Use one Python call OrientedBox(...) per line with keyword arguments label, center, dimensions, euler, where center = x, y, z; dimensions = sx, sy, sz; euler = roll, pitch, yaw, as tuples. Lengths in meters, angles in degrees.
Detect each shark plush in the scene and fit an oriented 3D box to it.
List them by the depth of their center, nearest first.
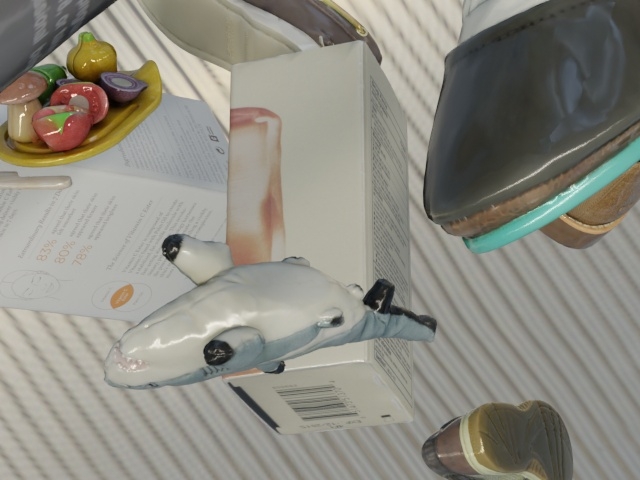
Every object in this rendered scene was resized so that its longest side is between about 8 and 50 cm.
OrientedBox(label="shark plush", center=(-0.021, 0.037, 0.763), dimensions=(0.161, 0.067, 0.073), euler=(-12, 52, -37))

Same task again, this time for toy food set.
OrientedBox(label="toy food set", center=(-0.227, -0.125, 1.415), dimensions=(0.128, 0.218, 0.071), euler=(5, 123, 24))

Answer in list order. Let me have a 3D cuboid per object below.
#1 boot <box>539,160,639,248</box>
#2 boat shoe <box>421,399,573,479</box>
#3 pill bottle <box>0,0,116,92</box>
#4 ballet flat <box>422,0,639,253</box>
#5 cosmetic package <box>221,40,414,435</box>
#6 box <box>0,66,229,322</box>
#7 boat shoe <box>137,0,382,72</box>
OrientedBox(label="boot", center=(0.254, -0.119, 1.213), dimensions=(0.112, 0.115, 0.305), euler=(38, 47, -3))
OrientedBox(label="boat shoe", center=(0.158, 0.183, 1.427), dimensions=(0.073, 0.223, 0.080), euler=(-14, 74, 26))
OrientedBox(label="pill bottle", center=(-0.131, -0.098, 0.359), dimensions=(0.318, 0.176, 0.176), euler=(-44, 97, -24))
OrientedBox(label="ballet flat", center=(0.106, -0.089, 0.548), dimensions=(0.280, 0.095, 0.096), euler=(-33, 96, -46))
OrientedBox(label="cosmetic package", center=(0.000, 0.000, 1.380), dimensions=(0.129, 0.153, 0.296), euler=(-8, 61, 17))
OrientedBox(label="box", center=(-0.286, -0.051, 1.774), dimensions=(0.345, 0.168, 0.215), euler=(9, 130, -38))
OrientedBox(label="boat shoe", center=(-0.077, -0.234, 1.602), dimensions=(0.097, 0.324, 0.116), euler=(-27, 140, -33))
